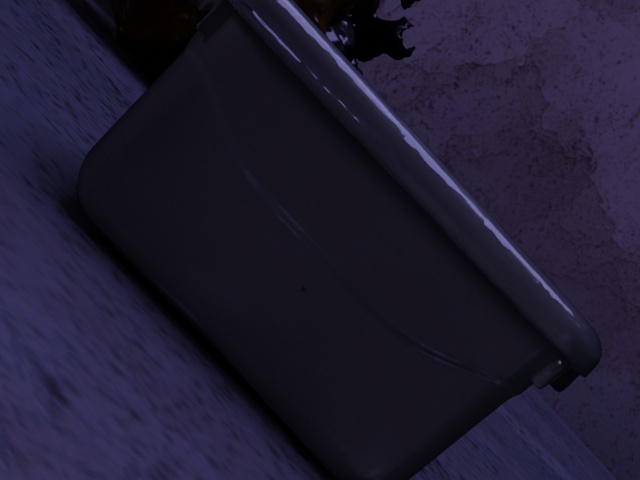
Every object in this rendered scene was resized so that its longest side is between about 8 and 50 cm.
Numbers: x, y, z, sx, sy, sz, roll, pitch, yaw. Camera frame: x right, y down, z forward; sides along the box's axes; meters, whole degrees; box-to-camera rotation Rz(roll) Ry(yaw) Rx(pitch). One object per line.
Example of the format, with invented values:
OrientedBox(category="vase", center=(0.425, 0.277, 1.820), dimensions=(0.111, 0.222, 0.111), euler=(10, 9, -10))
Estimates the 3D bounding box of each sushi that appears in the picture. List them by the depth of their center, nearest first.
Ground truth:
OrientedBox(category="sushi", center=(-0.055, -0.192, 1.028), dimensions=(0.204, 0.200, 0.213), euler=(22, 39, -52))

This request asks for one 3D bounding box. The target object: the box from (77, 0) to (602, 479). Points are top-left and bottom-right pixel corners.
OrientedBox(category="box", center=(0.000, 0.000, 0.500), dimensions=(0.172, 0.093, 0.124), euler=(47, 3, -2))
